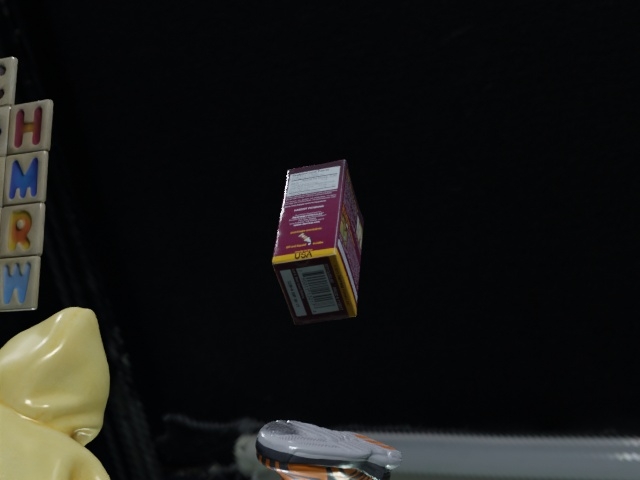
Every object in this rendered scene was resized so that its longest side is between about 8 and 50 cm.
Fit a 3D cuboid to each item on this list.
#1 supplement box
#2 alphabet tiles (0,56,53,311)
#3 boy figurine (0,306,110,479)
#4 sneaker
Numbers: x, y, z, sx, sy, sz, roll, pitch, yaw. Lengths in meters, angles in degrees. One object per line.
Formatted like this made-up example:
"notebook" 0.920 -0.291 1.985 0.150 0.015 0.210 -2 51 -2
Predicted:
"supplement box" 0.000 0.000 1.497 0.080 0.188 0.104 -9 -52 12
"alphabet tiles" -0.417 -0.030 1.357 0.285 0.011 0.343 -5 -103 30
"boy figurine" -0.195 0.155 0.670 0.177 0.285 0.092 17 -41 -5
"sneaker" 0.001 0.350 1.641 0.124 0.321 0.180 19 -93 35
